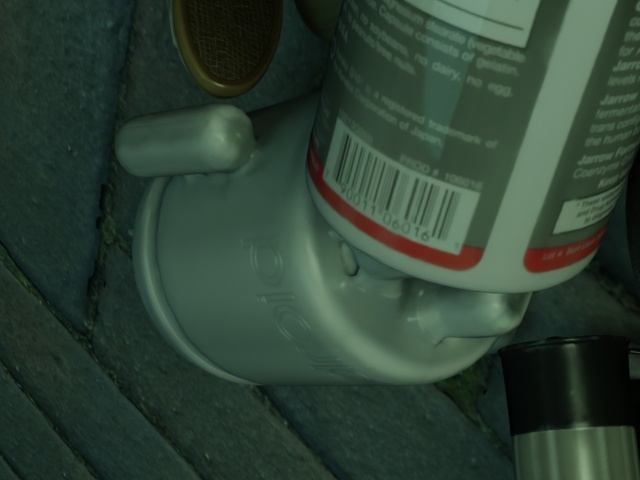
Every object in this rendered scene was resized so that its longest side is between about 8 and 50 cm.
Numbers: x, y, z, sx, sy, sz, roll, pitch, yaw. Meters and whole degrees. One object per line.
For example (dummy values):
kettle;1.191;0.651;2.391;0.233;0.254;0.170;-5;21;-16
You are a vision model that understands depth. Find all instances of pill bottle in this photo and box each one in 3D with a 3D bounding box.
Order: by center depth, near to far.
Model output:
pill bottle;0.096;-0.131;0.614;0.161;0.161;0.283;37;129;31

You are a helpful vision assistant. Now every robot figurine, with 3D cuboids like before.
robot figurine;0.000;0.000;0.907;0.300;0.199;0.353;39;154;-25

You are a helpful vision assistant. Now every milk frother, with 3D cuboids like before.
milk frother;0.190;0.124;0.802;0.143;0.129;0.134;152;116;-63

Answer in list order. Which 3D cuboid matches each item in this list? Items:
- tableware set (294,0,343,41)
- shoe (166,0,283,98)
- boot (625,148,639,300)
tableware set;0.018;-0.226;0.868;0.128;0.039;0.194;43;138;44
shoe;-0.070;-0.186;0.925;0.058;0.077;0.219;115;154;-60
boot;0.198;-0.068;0.598;0.229;0.091;0.262;154;121;-80
